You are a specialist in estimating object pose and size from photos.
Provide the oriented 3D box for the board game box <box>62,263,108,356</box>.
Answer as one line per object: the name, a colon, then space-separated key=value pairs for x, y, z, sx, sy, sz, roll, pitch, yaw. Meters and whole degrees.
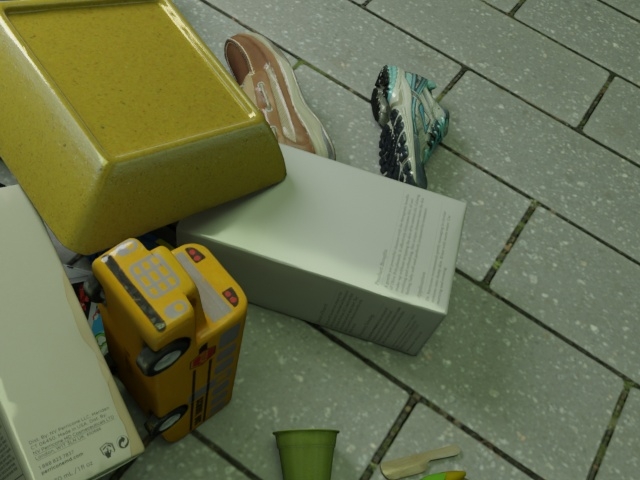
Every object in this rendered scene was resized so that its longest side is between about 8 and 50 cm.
board game box: x=-0.369 y=0.164 z=0.833 sx=0.193 sy=0.053 sz=0.305 roll=16 pitch=55 yaw=0

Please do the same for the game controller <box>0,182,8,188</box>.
game controller: x=-0.558 y=-0.022 z=0.873 sx=0.320 sy=0.067 sz=0.166 roll=3 pitch=41 yaw=11

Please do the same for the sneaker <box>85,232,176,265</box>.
sneaker: x=-0.279 y=0.012 z=0.896 sx=0.209 sy=0.069 sz=0.082 roll=25 pitch=32 yaw=24

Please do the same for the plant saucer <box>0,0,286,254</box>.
plant saucer: x=-0.227 y=-0.179 z=0.808 sx=0.333 sy=0.081 sz=0.332 roll=-27 pitch=75 yaw=-45

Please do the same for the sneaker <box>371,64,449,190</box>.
sneaker: x=0.168 y=-0.189 z=1.157 sx=0.122 sy=0.110 sz=0.282 roll=6 pitch=56 yaw=-13

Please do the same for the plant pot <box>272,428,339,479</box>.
plant pot: x=-0.016 y=0.273 z=0.829 sx=0.084 sy=0.083 sz=0.079 roll=2 pitch=68 yaw=-11

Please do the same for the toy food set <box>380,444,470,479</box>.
toy food set: x=0.160 y=0.347 z=0.834 sx=0.133 sy=0.038 sz=0.192 roll=-10 pitch=59 yaw=-19

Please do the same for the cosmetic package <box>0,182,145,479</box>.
cosmetic package: x=-0.317 y=0.116 z=0.712 sx=0.113 sy=0.160 sz=0.309 roll=-18 pitch=78 yaw=-41

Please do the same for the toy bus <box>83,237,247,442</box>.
toy bus: x=-0.160 y=0.113 z=0.742 sx=0.130 sy=0.332 sz=0.108 roll=-32 pitch=68 yaw=-28

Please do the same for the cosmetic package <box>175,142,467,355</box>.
cosmetic package: x=0.000 y=0.000 z=0.961 sx=0.366 sy=0.155 sz=0.196 roll=18 pitch=58 yaw=1

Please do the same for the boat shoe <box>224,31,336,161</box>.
boat shoe: x=-0.094 y=-0.217 z=1.112 sx=0.117 sy=0.123 sz=0.324 roll=-20 pitch=61 yaw=-21
